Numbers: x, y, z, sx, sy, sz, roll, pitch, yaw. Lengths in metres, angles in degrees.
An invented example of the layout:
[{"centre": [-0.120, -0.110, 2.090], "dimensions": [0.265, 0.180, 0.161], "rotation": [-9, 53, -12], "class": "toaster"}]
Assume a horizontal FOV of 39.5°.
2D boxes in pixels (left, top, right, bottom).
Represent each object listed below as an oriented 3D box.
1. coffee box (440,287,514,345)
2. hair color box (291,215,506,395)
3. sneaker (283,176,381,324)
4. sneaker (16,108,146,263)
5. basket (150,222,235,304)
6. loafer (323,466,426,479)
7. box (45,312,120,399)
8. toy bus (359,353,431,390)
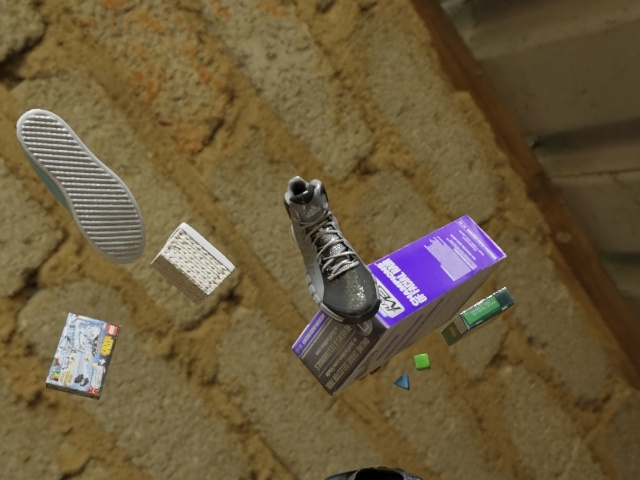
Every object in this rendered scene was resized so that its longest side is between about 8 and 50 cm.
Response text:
[{"centre": [0.312, 0.156, 1.792], "dimensions": [0.040, 0.113, 0.184], "rotation": [59, -11, 13], "class": "coffee box"}, {"centre": [0.130, 0.096, 1.412], "dimensions": [0.110, 0.338, 0.185], "rotation": [47, -49, 15], "class": "hair color box"}, {"centre": [0.000, 0.000, 1.172], "dimensions": [0.229, 0.086, 0.132], "rotation": [59, -7, 43], "class": "sneaker"}, {"centre": [-0.492, -0.115, 1.859], "dimensions": [0.366, 0.135, 0.150], "rotation": [59, -13, -14], "class": "sneaker"}, {"centre": [-0.305, 0.060, 2.102], "dimensions": [0.167, 0.103, 0.113], "rotation": [43, -30, -7], "class": "basket"}, {"centre": [0.072, 0.376, 1.358], "dimensions": [0.223, 0.076, 0.078], "rotation": [-14, -51, 46], "class": "loafer"}, {"centre": [-0.412, 0.201, 1.553], "dimensions": [0.093, 0.137, 0.027], "rotation": [15, -34, -8], "class": "box"}, {"centre": [0.109, 0.166, 1.644], "dimensions": [0.190, 0.202, 0.104], "rotation": [3, -15, 12], "class": "toy bus"}]
